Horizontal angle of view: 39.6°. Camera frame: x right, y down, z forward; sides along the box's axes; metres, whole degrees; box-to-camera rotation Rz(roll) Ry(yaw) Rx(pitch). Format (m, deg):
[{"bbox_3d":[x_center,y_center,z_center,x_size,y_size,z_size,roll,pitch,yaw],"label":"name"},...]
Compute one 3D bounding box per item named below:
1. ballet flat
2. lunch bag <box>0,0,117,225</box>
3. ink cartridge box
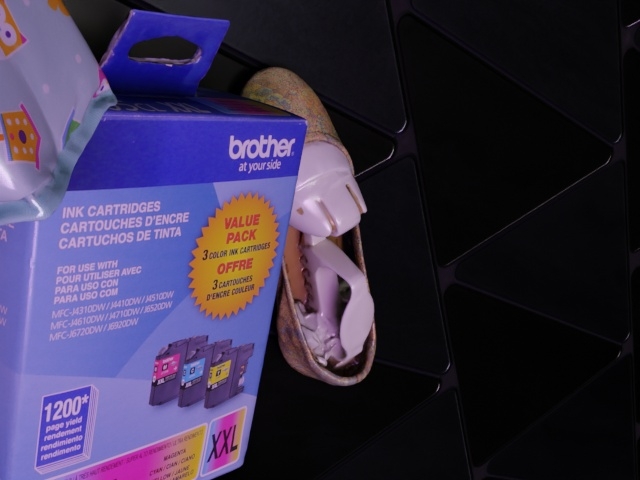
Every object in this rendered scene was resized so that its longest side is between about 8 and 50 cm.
[{"bbox_3d":[0.000,0.000,0.890,0.123,0.123,0.349,-24,122,-27],"label":"ballet flat"},{"bbox_3d":[-0.276,-0.096,0.453,0.160,0.262,0.223,-78,147,-50],"label":"lunch bag"},{"bbox_3d":[-0.164,0.014,0.711,0.270,0.151,0.396,-10,114,-52],"label":"ink cartridge box"}]
